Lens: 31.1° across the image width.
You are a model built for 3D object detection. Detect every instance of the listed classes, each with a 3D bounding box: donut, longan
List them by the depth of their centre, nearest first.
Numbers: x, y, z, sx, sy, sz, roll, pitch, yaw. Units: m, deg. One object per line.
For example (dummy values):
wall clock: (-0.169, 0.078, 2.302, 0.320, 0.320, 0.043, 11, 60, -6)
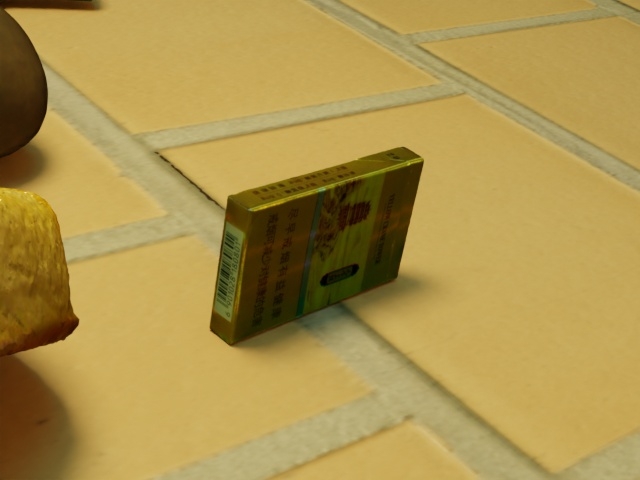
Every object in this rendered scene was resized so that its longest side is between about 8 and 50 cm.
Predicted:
donut: (-0.288, 0.010, 0.694, 0.303, 0.110, 0.303, 5, -1, 0)
longan: (-0.335, -0.145, 1.041, 0.185, 0.159, 0.204, 31, -8, 1)

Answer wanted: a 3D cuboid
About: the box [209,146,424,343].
box: (0.000, 0.000, 0.923, 0.193, 0.121, 0.030, -19, 42, -42)
